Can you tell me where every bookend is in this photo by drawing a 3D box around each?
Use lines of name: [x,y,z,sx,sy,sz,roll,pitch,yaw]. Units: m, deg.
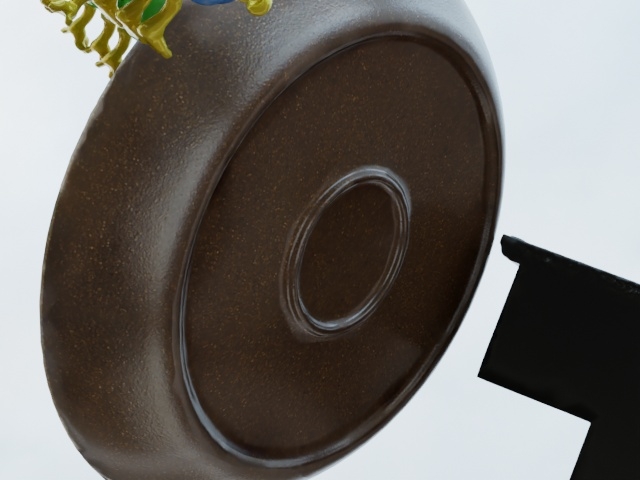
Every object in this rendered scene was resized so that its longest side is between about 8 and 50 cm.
bookend: [0.148,0.098,0.812,0.156,0.157,0.072,20,-1,15]

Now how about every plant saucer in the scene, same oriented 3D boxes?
plant saucer: [0.000,0.000,0.753,0.050,0.310,0.310,24,-23,38]

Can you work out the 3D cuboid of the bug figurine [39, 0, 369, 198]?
bug figurine: [-0.074,-0.116,0.707,0.216,0.072,0.279,36,-7,23]
